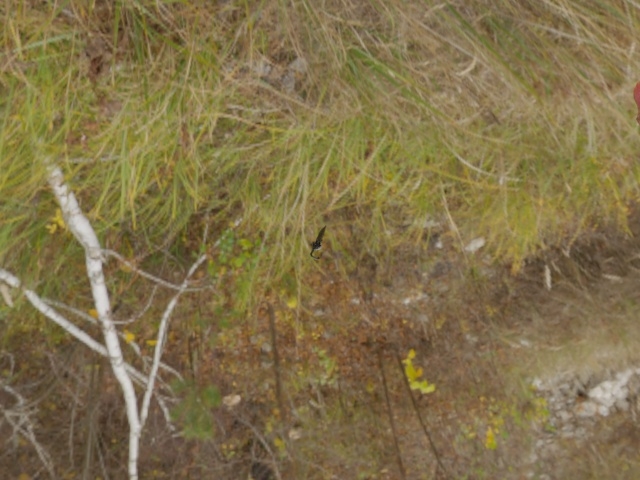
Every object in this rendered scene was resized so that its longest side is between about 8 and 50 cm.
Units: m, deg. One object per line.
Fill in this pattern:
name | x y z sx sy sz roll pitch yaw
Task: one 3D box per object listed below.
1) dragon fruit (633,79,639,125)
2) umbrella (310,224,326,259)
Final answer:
dragon fruit | 0.480 -0.142 0.703 0.189 0.291 0.291 8 135 -31
umbrella | -0.004 -0.002 1.199 0.022 0.149 0.022 28 114 -7
